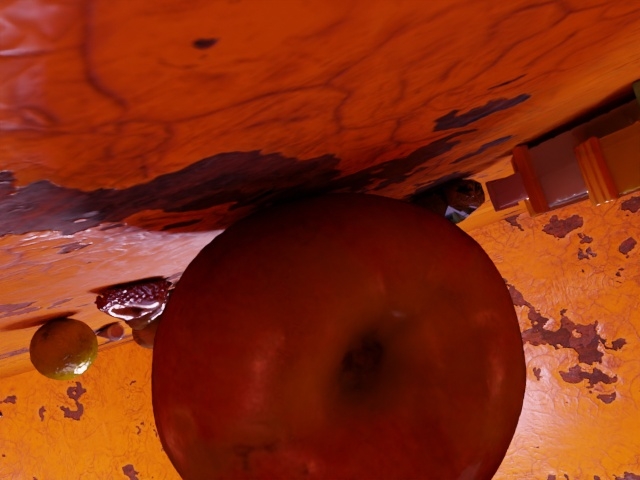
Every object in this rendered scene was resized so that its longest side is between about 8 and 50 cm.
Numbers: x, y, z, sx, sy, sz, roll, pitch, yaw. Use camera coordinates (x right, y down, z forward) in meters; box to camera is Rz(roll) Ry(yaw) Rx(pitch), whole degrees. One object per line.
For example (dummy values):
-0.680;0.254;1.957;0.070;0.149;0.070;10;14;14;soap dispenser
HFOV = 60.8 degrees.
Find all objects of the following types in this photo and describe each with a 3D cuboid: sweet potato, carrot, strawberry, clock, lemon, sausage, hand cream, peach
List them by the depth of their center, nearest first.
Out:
0.010;0.133;0.592;0.389;0.388;0.388;-17;174;-2;peach
0.354;-0.096;0.674;0.220;0.106;0.255;-14;173;-30;clock
-0.284;0.093;0.834;0.104;0.048;0.152;-23;176;18;strawberry
0.144;-0.036;0.851;0.229;0.068;0.069;-21;173;37;carrot
-0.445;0.188;0.948;0.109;0.109;0.133;-16;159;-15;lemon
-0.334;0.134;1.059;0.195;0.056;0.056;-30;167;39;sweet potato
-0.351;0.189;1.205;0.112;0.112;0.328;-15;176;-26;sausage
-0.566;0.249;1.485;0.067;0.043;0.210;-12;177;-30;hand cream

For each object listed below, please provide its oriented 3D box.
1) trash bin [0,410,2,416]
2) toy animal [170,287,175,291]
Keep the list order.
-0.634;0.269;0.923;0.184;0.161;0.239;-12;168;-44;trash bin
-0.241;0.118;1.062;0.179;0.089;0.188;-4;-175;21;toy animal
